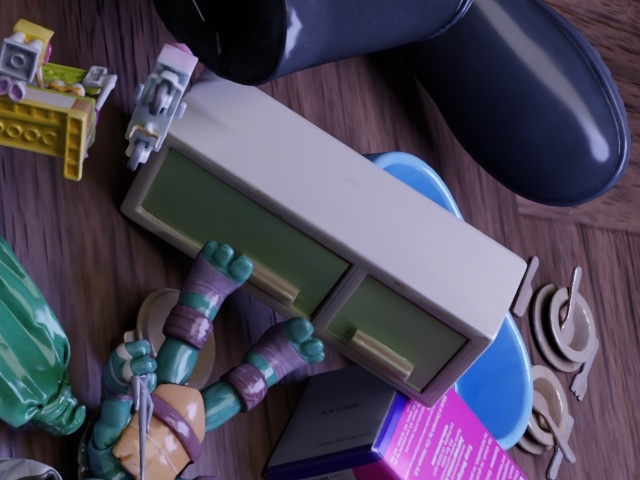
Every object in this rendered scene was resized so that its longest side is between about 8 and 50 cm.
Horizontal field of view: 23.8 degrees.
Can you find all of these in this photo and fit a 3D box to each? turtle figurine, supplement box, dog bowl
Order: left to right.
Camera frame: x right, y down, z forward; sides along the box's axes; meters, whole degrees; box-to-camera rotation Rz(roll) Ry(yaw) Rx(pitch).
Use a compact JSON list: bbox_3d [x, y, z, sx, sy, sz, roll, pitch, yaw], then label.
[{"bbox_3d":[-0.096,0.122,0.982,0.234,0.118,0.175,-57,131,-35],"label":"turtle figurine"},{"bbox_3d":[0.083,0.058,1.264,0.166,0.074,0.297,-39,106,-49],"label":"dog bowl"},{"bbox_3d":[0.078,0.203,1.172,0.220,0.111,0.114,52,42,-23],"label":"supplement box"}]

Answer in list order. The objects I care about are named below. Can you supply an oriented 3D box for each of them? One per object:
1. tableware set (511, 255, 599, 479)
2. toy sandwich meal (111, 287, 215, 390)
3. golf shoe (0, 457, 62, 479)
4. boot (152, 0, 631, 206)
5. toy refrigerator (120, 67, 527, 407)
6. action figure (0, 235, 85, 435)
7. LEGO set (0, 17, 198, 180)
[{"bbox_3d":[0.224,0.117,1.432,0.128,0.039,0.194,50,43,-24],"label":"tableware set"},{"bbox_3d":[-0.109,0.075,1.072,0.085,0.029,0.086,26,55,-44],"label":"toy sandwich meal"},{"bbox_3d":[-0.205,0.198,0.868,0.069,0.086,0.176,43,49,-33],"label":"golf shoe"},{"bbox_3d":[0.059,-0.166,1.178,0.367,0.146,0.445,55,23,10],"label":"boot"},{"bbox_3d":[0.000,0.000,1.082,0.269,0.102,0.094,33,47,-3],"label":"toy refrigerator"},{"bbox_3d":[-0.225,0.036,0.924,0.232,0.063,0.137,51,41,-18],"label":"action figure"},{"bbox_3d":[-0.220,-0.141,0.971,0.287,0.132,0.107,31,32,-10],"label":"LEGO set"}]
